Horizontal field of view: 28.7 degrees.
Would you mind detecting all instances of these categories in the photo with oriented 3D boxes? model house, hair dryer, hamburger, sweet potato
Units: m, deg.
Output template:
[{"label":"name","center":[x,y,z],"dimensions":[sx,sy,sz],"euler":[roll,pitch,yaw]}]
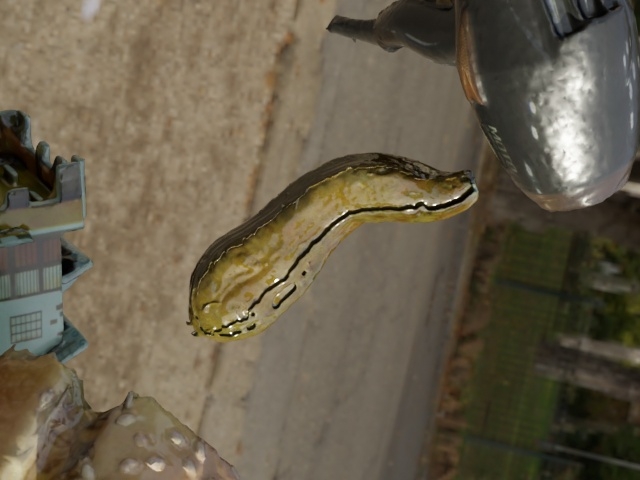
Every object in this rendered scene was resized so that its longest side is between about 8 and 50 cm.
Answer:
[{"label":"model house","center":[-0.335,0.008,1.172],"dimensions":[0.198,0.224,0.215],"euler":[-9,115,-32]},{"label":"hair dryer","center":[0.069,-0.180,0.853],"dimensions":[0.359,0.120,0.304],"euler":[18,-47,64]},{"label":"hamburger","center":[-0.177,0.330,0.951],"dimensions":[0.287,0.268,0.445],"euler":[-52,152,-37]},{"label":"sweet potato","center":[-0.002,-0.006,0.890],"dimensions":[0.081,0.233,0.062],"euler":[58,11,-2]}]
